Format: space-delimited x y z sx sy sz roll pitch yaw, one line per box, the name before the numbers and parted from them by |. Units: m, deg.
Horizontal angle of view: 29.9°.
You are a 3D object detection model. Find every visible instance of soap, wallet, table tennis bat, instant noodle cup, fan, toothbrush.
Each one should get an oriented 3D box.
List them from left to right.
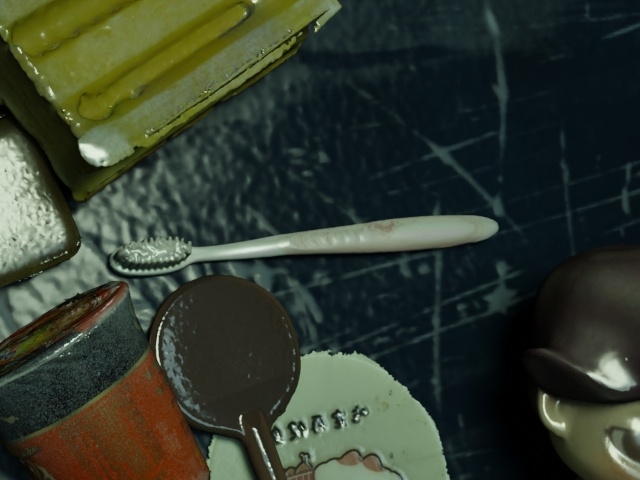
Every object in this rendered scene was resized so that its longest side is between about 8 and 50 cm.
wallet | -0.256 -0.004 0.748 0.198 0.031 0.110 -25 92 -26
instant noodle cup | -0.138 0.113 0.739 0.127 0.127 0.136 -36 105 -25
soap | -0.110 -0.144 0.798 0.233 0.076 0.135 -40 96 -32
table tennis bat | -0.036 0.093 0.776 0.107 0.119 0.170 -19 84 -25
toothbrush | 0.000 0.000 0.861 0.307 0.029 0.025 -5 75 -25
fan | 0.022 0.240 0.838 0.190 0.009 0.329 -11 83 -25

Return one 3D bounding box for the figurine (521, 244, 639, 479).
figurine | 0.214 0.162 0.832 0.218 0.206 0.365 24 73 -3
